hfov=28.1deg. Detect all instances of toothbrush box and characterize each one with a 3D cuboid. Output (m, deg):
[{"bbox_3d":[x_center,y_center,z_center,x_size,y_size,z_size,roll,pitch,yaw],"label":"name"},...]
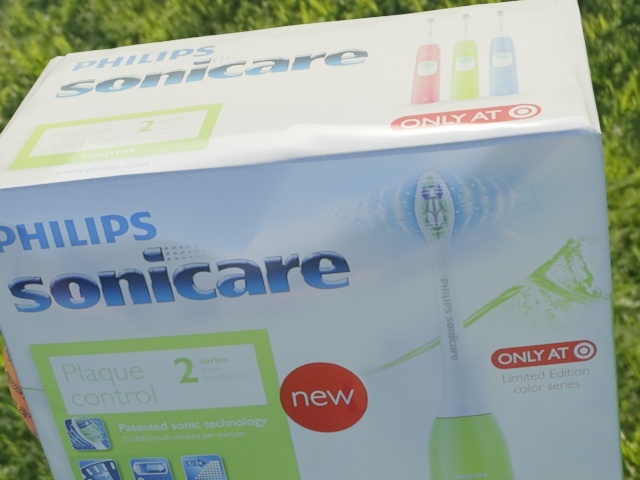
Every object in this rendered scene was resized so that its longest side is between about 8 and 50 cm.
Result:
[{"bbox_3d":[0.011,0.066,0.503,0.206,0.283,0.122,-5,29,10],"label":"toothbrush box"}]

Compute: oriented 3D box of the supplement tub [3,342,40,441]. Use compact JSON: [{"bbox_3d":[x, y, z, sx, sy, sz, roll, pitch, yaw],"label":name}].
[{"bbox_3d":[-0.127,0.082,1.207,0.194,0.316,0.193,14,113,36],"label":"supplement tub"}]
